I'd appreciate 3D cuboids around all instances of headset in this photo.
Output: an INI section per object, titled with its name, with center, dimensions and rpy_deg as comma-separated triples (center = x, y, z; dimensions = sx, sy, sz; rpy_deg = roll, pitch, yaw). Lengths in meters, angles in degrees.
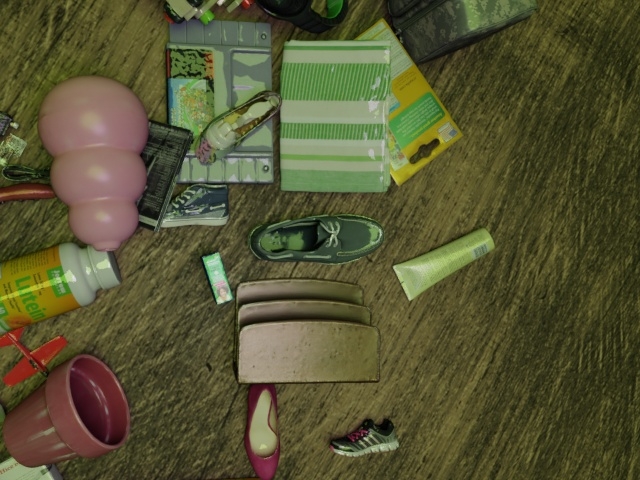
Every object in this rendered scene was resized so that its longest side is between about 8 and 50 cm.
[headset]
center = -0.099, -0.572, 1.219
dimensions = 0.394, 0.185, 0.243
rpy_deg = 15, 67, -50

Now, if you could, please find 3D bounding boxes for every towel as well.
[towel]
center = 0.033, -0.266, 1.291
dimensions = 0.248, 0.038, 0.325
rpy_deg = 2, 107, 8

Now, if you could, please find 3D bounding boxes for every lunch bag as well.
[lunch bag]
center = 0.275, -0.545, 1.275
dimensions = 0.212, 0.305, 0.256
rpy_deg = -23, 99, -13

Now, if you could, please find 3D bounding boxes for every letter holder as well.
[letter holder]
center = -0.033, 0.192, 1.297
dimensions = 0.302, 0.152, 0.214
rpy_deg = 2, 89, -12

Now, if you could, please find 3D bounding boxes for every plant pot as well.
[plant pot]
center = -0.514, 0.356, 1.188
dimensions = 0.180, 0.201, 0.201
rpy_deg = -28, 97, 6

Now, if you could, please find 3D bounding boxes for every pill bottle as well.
[pill bottle]
center = -0.538, 0.082, 1.194
dimensions = 0.246, 0.136, 0.136
rpy_deg = -19, 95, -11

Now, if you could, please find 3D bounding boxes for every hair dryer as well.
[hair dryer]
center = -0.636, -0.098, 1.200
dimensions = 0.223, 0.080, 0.293
rpy_deg = 33, 85, -11

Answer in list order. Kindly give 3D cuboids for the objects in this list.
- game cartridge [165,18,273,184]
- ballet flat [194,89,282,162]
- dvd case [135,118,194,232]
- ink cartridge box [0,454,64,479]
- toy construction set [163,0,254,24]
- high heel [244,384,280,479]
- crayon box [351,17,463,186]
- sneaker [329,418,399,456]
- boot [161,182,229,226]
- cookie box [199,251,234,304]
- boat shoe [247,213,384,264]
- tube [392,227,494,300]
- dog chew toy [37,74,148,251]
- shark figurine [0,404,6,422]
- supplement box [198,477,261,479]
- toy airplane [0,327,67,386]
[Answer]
[game cartridge]
center = -0.219, -0.300, 1.297
dimensions = 0.230, 0.068, 0.355
rpy_deg = -2, 91, -16
[ballet flat]
center = -0.171, -0.245, 1.239
dimensions = 0.221, 0.079, 0.077
rpy_deg = -38, 99, -9
[dvd case]
center = -0.368, -0.143, 1.243
dimensions = 0.164, 0.018, 0.221
rpy_deg = 18, 86, 24
[ink cartridge box]
center = -0.601, 0.498, 1.229
dimensions = 0.099, 0.056, 0.135
rpy_deg = -28, 97, -10
[toy construction set]
center = -0.293, -0.568, 1.226
dimensions = 0.328, 0.215, 0.151
rpy_deg = 34, 123, -16
[high heel]
center = -0.121, 0.419, 1.297
dimensions = 0.082, 0.117, 0.244
rpy_deg = 1, 91, -12
[crayon box]
center = 0.148, -0.308, 1.359
dimensions = 0.203, 0.083, 0.323
rpy_deg = -38, 97, -8
[sneaker]
center = 0.101, 0.451, 1.374
dimensions = 0.170, 0.063, 0.075
rpy_deg = -2, 92, -17
[boot]
center = -0.290, -0.080, 1.269
dimensions = 0.190, 0.069, 0.086
rpy_deg = -3, 116, -20
[cookie box]
center = -0.225, 0.080, 1.283
dimensions = 0.040, 0.092, 0.107
rpy_deg = -19, 95, -14
[boat shoe]
center = 0.000, 0.000, 1.325
dimensions = 0.319, 0.099, 0.116
rpy_deg = -2, 91, -12
[tube]
center = 0.295, 0.047, 1.414
dimensions = 0.240, 0.062, 0.070
rpy_deg = -28, 53, -5
[dog chew toy]
center = -0.432, -0.145, 1.159
dimensions = 0.207, 0.206, 0.332
rpy_deg = -7, 84, -12
[shark figurine]
center = -0.790, 0.325, 1.160
dimensions = 0.278, 0.116, 0.166
rpy_deg = -15, 93, -13
[supplement box]
center = -0.293, 0.628, 1.226
dimensions = 0.356, 0.195, 0.194
rpy_deg = 2, 91, -11
[toy airplane]
center = -0.612, 0.234, 1.237
dimensions = 0.151, 0.028, 0.151
rpy_deg = 0, 92, -11
